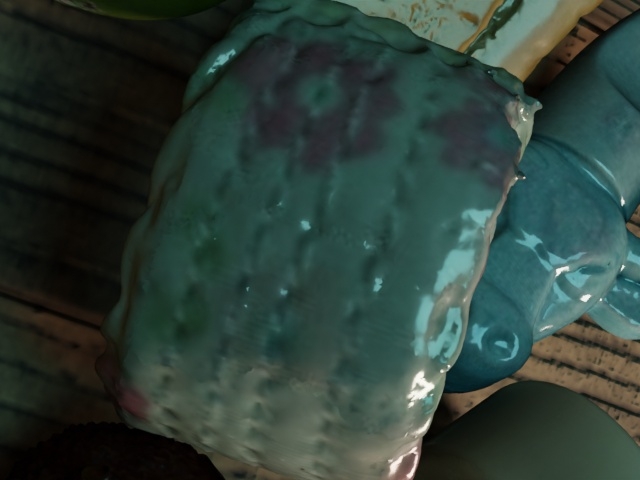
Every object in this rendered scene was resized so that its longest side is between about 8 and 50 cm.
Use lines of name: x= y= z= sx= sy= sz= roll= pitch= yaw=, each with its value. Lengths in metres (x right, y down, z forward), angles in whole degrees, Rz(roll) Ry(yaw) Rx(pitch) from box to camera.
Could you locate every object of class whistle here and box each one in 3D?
whistle: x=0.119 y=-0.017 z=1.018 sx=0.186 sy=0.093 sz=0.274 roll=40 pitch=66 yaw=-5

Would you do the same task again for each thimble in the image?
thimble: x=0.000 y=0.000 z=0.844 sx=0.149 sy=0.185 sz=0.211 roll=19 pitch=103 yaw=5

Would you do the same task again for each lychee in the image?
lychee: x=-0.089 y=0.147 z=0.864 sx=0.123 sy=0.123 sz=0.129 roll=-28 pitch=119 yaw=-31

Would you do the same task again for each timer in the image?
timer: x=0.030 y=0.193 z=0.933 sx=0.266 sy=0.175 sz=0.175 roll=-21 pitch=108 yaw=-28

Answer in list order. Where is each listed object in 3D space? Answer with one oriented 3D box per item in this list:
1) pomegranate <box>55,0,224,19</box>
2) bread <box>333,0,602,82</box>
pomegranate: x=-0.064 y=-0.199 z=0.819 sx=0.181 sy=0.181 sz=0.224 roll=58 pitch=42 yaw=-26
bread: x=0.066 y=-0.136 z=0.948 sx=0.134 sy=0.081 sz=0.225 roll=44 pitch=84 yaw=-20
